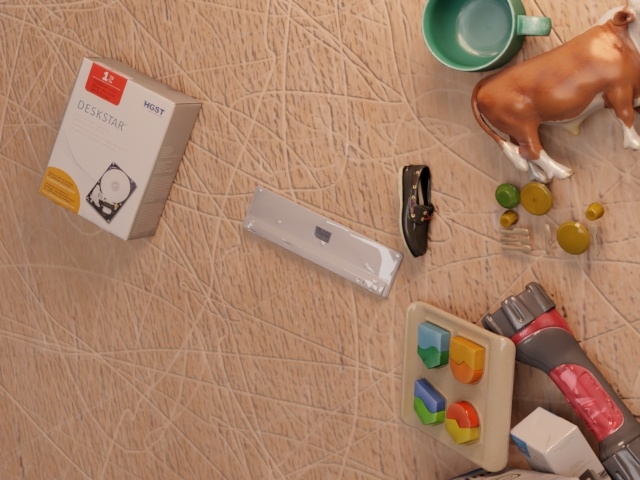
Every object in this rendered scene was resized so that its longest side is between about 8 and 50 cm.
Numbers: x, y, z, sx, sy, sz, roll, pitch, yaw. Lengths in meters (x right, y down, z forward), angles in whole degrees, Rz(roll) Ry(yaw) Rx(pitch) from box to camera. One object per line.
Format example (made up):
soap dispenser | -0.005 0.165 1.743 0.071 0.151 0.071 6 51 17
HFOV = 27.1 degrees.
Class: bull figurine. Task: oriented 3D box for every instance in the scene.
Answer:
bull figurine | 0.352 -0.196 1.730 0.310 0.101 0.188 -22 93 30

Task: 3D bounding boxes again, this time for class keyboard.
keyboard | 0.000 0.000 1.967 0.256 0.014 0.072 26 101 20

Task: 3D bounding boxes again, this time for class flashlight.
flashlight | 0.342 0.201 1.774 0.103 0.103 0.304 -35 76 1

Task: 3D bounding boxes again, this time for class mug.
mug | 0.223 -0.283 1.784 0.158 0.097 0.129 40 110 15

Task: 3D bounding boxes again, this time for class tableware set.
tableware set | 0.310 -0.032 1.800 0.154 0.024 0.104 3 113 34

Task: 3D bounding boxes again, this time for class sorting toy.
sorting toy | 0.181 0.200 1.834 0.208 0.038 0.193 20 113 51

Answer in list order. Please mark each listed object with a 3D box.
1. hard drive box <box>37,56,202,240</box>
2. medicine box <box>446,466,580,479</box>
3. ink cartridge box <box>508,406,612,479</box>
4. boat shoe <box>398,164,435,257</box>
hard drive box | -0.312 -0.143 2.052 0.181 0.089 0.232 27 106 19
medicine box | 0.254 0.448 1.739 0.149 0.289 0.263 -16 88 -16
ink cartridge box | 0.338 0.318 1.770 0.060 0.104 0.180 -38 109 -11
boat shoe | 0.138 -0.042 1.876 0.042 0.049 0.133 -3 90 33
